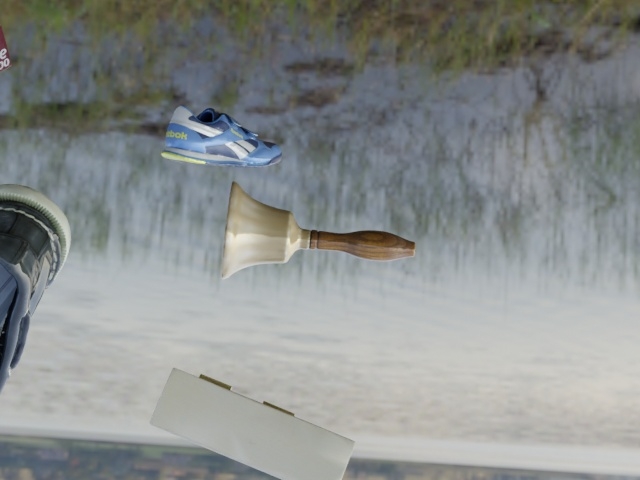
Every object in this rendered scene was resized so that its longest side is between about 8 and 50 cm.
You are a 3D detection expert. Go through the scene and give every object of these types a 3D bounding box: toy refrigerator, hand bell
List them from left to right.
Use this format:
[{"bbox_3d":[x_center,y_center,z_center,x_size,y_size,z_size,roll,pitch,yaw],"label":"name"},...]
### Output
[{"bbox_3d":[-0.091,0.265,1.613,0.269,0.094,0.102,21,169,4],"label":"toy refrigerator"},{"bbox_3d":[0.000,0.000,1.484,0.242,0.126,0.126,6,169,-4],"label":"hand bell"}]

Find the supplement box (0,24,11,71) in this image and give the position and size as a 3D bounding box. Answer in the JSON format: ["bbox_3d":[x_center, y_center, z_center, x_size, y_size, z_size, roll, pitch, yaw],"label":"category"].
[{"bbox_3d":[-0.625,-0.280,1.824,0.239,0.073,0.130,-2,-156,20],"label":"supplement box"}]

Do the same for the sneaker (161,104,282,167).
[{"bbox_3d":[-0.097,-0.106,1.210,0.144,0.059,0.053,3,-179,-43],"label":"sneaker"}]

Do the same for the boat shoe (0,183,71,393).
[{"bbox_3d":[-0.312,0.111,0.888,0.127,0.340,0.113,41,-167,-19],"label":"boat shoe"}]
